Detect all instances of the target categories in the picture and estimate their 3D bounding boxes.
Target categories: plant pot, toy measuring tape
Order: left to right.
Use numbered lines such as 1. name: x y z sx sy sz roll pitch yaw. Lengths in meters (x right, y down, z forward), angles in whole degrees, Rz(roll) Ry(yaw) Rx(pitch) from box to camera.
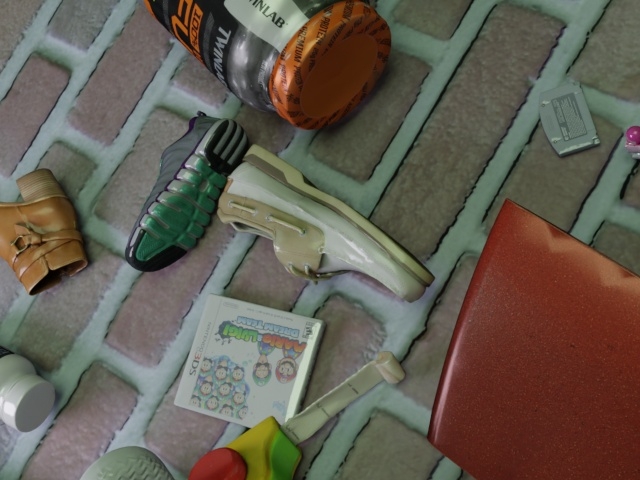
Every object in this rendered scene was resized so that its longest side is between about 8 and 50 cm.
1. toy measuring tape: -0.037 0.248 1.100 0.330 0.121 0.121 -34 65 2
2. plant pot: 0.257 0.143 0.961 0.267 0.267 0.235 35 98 26

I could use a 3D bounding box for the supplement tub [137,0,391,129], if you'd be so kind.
1. supplement tub: -0.083 -0.299 1.247 0.207 0.207 0.338 -46 63 1

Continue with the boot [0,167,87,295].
1. boot: -0.409 0.011 1.341 0.197 0.073 0.152 -32 69 11

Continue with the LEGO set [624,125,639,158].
1. LEGO set: 0.405 -0.228 1.100 0.132 0.107 0.286 2 74 21

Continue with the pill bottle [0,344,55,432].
1. pill bottle: -0.420 0.176 1.275 0.169 0.094 0.094 21 81 25

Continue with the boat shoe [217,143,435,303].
1. boat shoe: 0.000 0.000 1.178 0.302 0.113 0.103 35 88 37

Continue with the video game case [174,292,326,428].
1. video game case: -0.085 0.147 1.204 0.157 0.019 0.143 12 77 23

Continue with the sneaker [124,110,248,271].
1. sneaker: -0.183 -0.063 1.291 0.098 0.083 0.223 27 78 46

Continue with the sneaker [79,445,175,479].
1. sneaker: -0.242 0.303 1.060 0.137 0.365 0.210 -23 49 -31

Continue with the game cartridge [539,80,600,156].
1. game cartridge: 0.284 -0.139 1.167 0.056 0.017 0.083 -16 68 11
